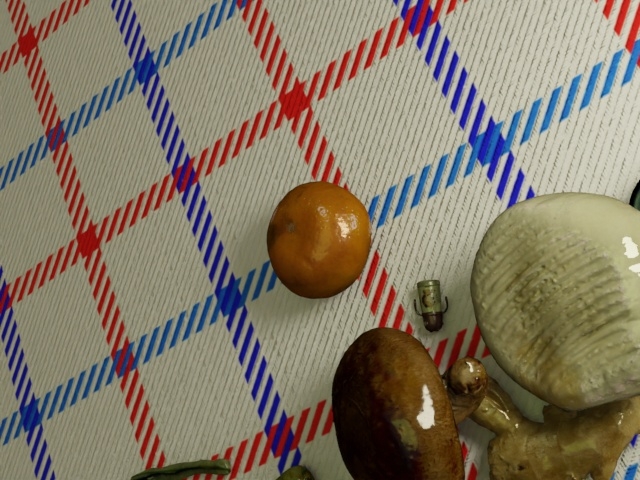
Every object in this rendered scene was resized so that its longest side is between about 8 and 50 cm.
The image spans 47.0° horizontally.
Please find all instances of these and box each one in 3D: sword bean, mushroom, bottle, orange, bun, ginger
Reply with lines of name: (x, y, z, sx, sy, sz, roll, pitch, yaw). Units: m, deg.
sword bean: (-0.314, 0.519, 1.642, 0.269, 0.038, 0.043, -16, 69, 23)
mushroom: (0.132, 0.324, 1.312, 0.239, 0.345, 0.345, 19, 90, -12)
bottle: (0.217, 0.128, 1.435, 0.063, 0.047, 0.101, -13, 77, 34)
orange: (0.000, 0.000, 1.498, 0.240, 0.171, 0.240, -8, 76, 34)
bun: (0.428, 0.091, 1.206, 0.365, 0.219, 0.366, 8, 101, 50)
ginger: (0.376, 0.399, 1.266, 0.348, 0.122, 0.363, -8, 67, 35)

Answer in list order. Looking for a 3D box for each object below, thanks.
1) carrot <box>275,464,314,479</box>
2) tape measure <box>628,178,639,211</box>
carrot: (-0.143, 0.597, 1.525, 0.358, 0.074, 0.074, -48, 64, 15)
tape measure: (0.620, -0.052, 1.211, 0.202, 0.135, 0.223, 35, 103, 19)
